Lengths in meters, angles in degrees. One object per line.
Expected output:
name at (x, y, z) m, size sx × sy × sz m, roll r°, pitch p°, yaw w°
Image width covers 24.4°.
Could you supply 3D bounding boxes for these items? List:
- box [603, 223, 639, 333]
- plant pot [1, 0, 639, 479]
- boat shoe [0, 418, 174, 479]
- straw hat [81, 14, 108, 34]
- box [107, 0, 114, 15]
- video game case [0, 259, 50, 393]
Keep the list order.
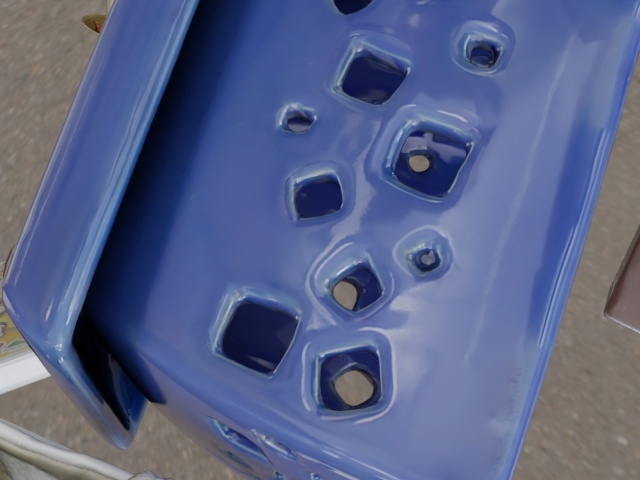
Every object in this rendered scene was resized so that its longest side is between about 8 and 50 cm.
box at (0.384, -0.093, 1.267) m, size 0.143 × 0.191 × 0.381 m, roll 23°, pitch 103°, yaw 10°
plant pot at (0.000, 0.000, 0.652) m, size 0.212 × 0.236 × 0.236 m, roll 16°, pitch 73°, yaw 6°
boat shoe at (-0.075, 0.137, 0.573) m, size 0.277 × 0.098 × 0.096 m, roll 20°, pitch 126°, yaw 24°
straw hat at (-0.193, -0.190, 1.576) m, size 0.145 × 0.144 × 0.061 m, roll 15°, pitch 107°, yaw -9°
box at (-0.170, -0.388, 1.658) m, size 0.117 × 0.243 × 0.213 m, roll 4°, pitch 138°, yaw -15°
video game case at (-0.224, 0.056, 1.076) m, size 0.227 × 0.206 × 0.026 m, roll -20°, pitch 111°, yaw -13°
